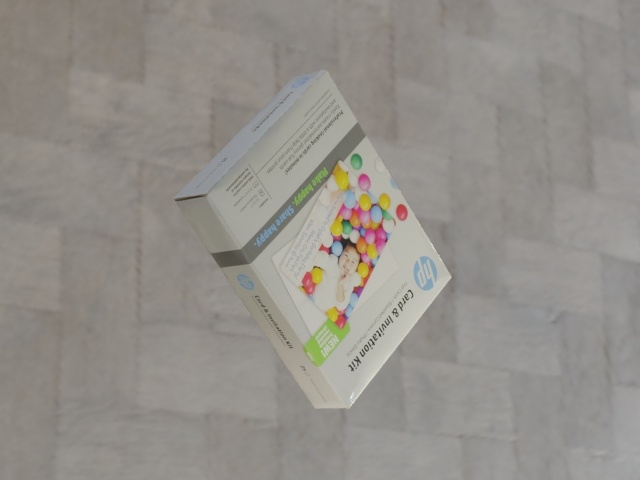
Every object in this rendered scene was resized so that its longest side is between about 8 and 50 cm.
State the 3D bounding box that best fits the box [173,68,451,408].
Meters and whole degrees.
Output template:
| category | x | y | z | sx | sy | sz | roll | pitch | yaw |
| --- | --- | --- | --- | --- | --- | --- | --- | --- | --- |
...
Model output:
| category | x | y | z | sx | sy | sz | roll | pitch | yaw |
| --- | --- | --- | --- | --- | --- | --- | --- | --- | --- |
| box | 0.000 | 0.000 | 1.010 | 0.145 | 0.038 | 0.186 | -48 | 118 | -35 |
